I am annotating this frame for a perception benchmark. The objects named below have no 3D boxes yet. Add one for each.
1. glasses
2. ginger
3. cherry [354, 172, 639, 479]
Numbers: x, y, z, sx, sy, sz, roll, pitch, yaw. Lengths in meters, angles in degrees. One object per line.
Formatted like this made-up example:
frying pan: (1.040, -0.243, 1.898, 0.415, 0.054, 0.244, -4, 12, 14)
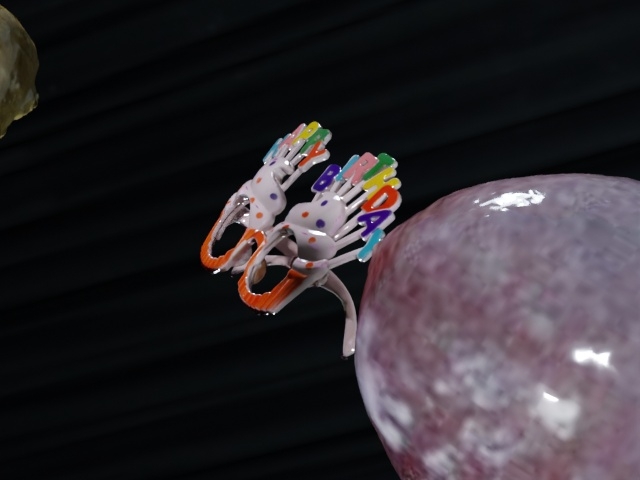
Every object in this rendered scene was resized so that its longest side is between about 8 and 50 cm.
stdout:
glasses: (-0.001, -0.008, 1.492, 0.095, 0.162, 0.255, 32, -178, -32)
ginger: (-0.189, -0.112, 0.924, 0.096, 0.067, 0.165, 4, -114, -35)
cherry: (0.137, 0.075, 0.885, 0.213, 0.266, 0.183, -64, -11, 10)
